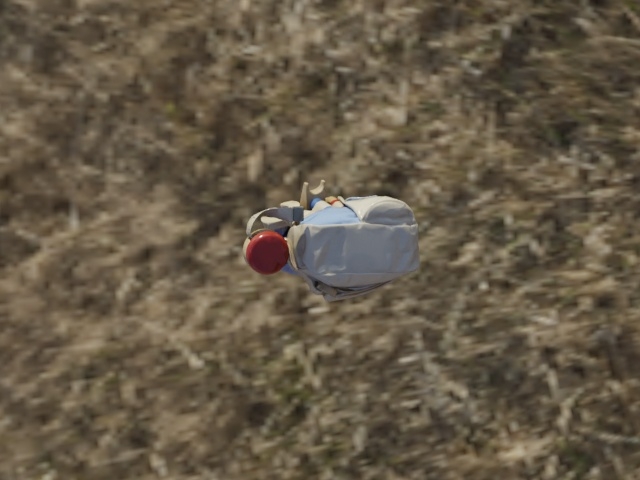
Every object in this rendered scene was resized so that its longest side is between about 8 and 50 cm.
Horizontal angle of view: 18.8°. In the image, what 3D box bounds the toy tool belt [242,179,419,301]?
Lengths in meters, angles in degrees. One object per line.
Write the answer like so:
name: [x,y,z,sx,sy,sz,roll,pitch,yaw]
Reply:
toy tool belt: [0.000,0.000,0.865,0.051,0.083,0.052,-151,59,-68]
